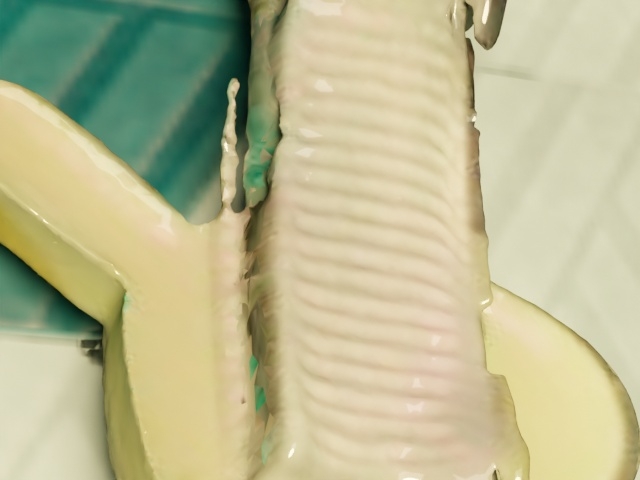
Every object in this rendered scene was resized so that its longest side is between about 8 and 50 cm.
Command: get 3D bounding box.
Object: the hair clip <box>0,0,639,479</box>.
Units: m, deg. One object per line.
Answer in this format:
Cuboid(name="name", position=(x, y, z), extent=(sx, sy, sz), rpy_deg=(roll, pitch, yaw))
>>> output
Cuboid(name="hair clip", position=(-0.003, 0.000, 0.400), extent=(0.159, 0.071, 0.218), rpy_deg=(10, 59, -16))
